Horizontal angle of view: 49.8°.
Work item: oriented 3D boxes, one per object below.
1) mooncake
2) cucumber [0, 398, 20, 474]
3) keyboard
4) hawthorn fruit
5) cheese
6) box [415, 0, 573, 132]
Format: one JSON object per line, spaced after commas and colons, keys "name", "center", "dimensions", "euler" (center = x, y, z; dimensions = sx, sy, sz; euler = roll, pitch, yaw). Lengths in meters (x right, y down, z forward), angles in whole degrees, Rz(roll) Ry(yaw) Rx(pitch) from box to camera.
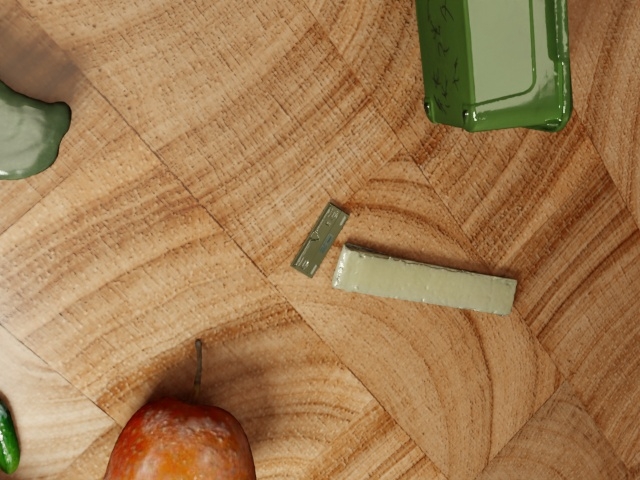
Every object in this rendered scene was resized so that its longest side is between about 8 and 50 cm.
{"name": "mooncake", "center": [-0.420, -0.163, 0.901], "dimensions": [0.169, 0.104, 0.175], "euler": [-29, 110, -12]}
{"name": "cucumber", "center": [-0.470, 0.279, 1.017], "dimensions": [0.037, 0.037, 0.155], "euler": [-15, 108, -21]}
{"name": "keyboard", "center": [0.000, 0.000, 1.176], "dimensions": [0.049, 0.015, 0.129], "euler": [32, 88, -32]}
{"name": "hawthorn fruit", "center": [-0.215, 0.346, 1.035], "dimensions": [0.231, 0.235, 0.262], "euler": [-22, 112, -20]}
{"name": "cheese", "center": [0.204, 0.080, 1.275], "dimensions": [0.401, 0.034, 0.085], "euler": [12, 96, -26]}
{"name": "box", "center": [0.262, -0.328, 1.094], "dimensions": [0.178, 0.253, 0.328], "euler": [-14, 107, -11]}
